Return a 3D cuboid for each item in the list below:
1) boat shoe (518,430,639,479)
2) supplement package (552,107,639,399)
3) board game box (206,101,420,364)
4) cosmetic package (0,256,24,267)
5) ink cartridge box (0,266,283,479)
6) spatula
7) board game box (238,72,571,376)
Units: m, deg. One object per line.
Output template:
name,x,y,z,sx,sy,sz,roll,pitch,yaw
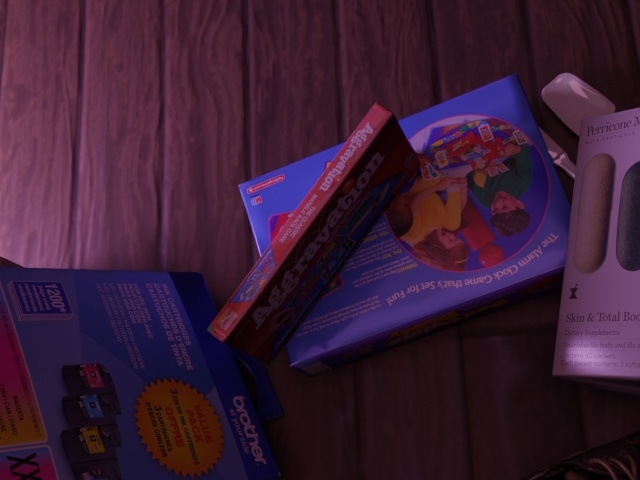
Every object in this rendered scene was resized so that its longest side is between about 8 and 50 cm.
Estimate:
boat shoe,0.274,0.271,0.967,0.355,0.130,0.132,-26,68,6
supplement package,0.372,0.021,0.939,0.199,0.198,0.263,-7,69,53
board game box,0.000,0.000,1.029,0.027,0.145,0.281,35,87,24
cosmetic package,-0.367,0.177,1.155,0.129,0.153,0.296,-29,69,6
ink cartridge box,-0.221,0.175,1.034,0.151,0.395,0.270,-41,62,32
spatula,0.309,-0.067,1.126,0.168,0.019,0.242,-42,67,-2
board game box,0.103,-0.014,1.123,0.347,0.078,0.233,-21,69,10
